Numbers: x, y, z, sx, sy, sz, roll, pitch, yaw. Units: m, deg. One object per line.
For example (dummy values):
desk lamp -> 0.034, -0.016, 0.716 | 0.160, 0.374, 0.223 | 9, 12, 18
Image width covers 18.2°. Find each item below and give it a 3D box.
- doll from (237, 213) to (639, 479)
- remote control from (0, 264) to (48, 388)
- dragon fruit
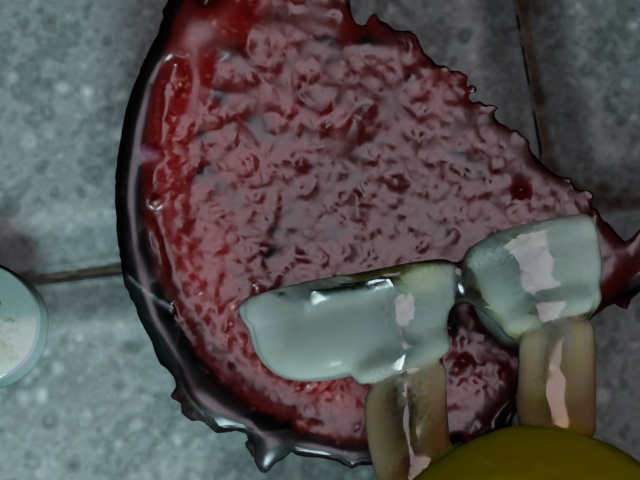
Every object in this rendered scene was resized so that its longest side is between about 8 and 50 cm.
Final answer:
doll -> 0.090, 0.182, 1.101 | 0.348, 0.161, 0.423 | 8, 75, 22
remote control -> -0.297, 0.046, 1.256 | 0.256, 0.045, 0.097 | 8, 75, 1
dragon fruit -> 0.000, 0.000, 1.256 | 0.343, 0.100, 0.282 | 43, 78, 5
